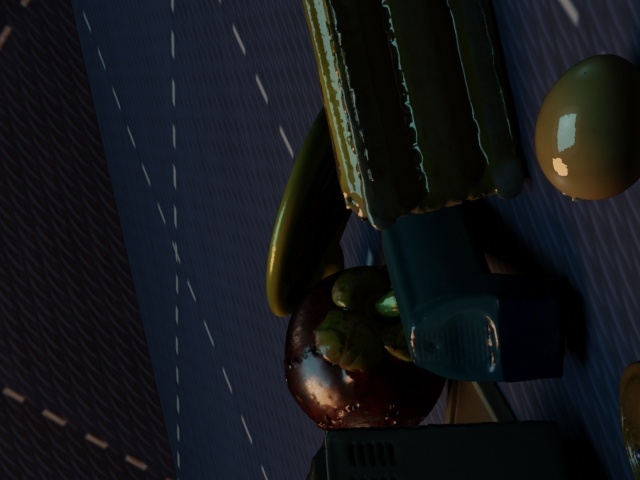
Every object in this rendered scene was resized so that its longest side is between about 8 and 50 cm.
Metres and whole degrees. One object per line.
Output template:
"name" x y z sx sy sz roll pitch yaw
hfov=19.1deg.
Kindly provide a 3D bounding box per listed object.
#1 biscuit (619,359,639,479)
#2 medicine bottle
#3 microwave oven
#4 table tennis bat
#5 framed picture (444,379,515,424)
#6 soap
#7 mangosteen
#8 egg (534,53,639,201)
"biscuit" 0.246 0.165 1.311 0.124 0.026 0.175 109 145 -65
"medicine bottle" 0.117 0.029 1.542 0.258 0.124 0.079 -106 6 -62
"microwave oven" 0.079 0.345 1.539 0.355 0.218 0.286 96 170 -52
"table tennis bat" 0.000 0.000 1.828 0.369 0.054 0.224 92 -158 -56
"framed picture" 0.177 0.275 1.684 0.240 0.020 0.324 90 160 -43
"soap" 0.068 -0.134 1.484 0.076 0.135 0.233 180 77 -75
"mangosteen" 0.046 0.094 1.744 0.180 0.166 0.166 111 143 -50
"egg" 0.180 -0.075 1.231 0.096 0.080 0.080 96 156 -49
